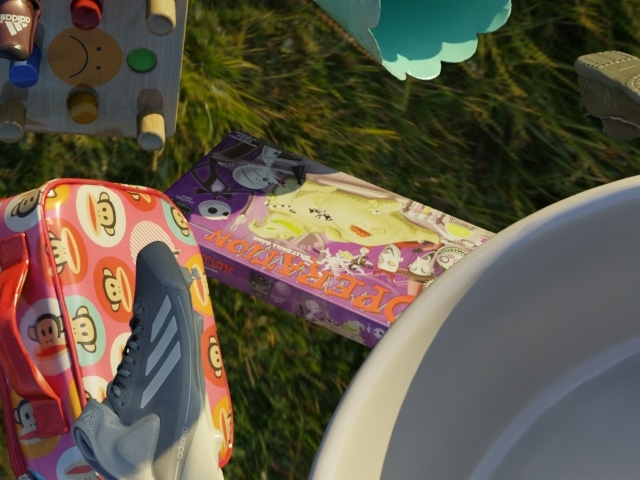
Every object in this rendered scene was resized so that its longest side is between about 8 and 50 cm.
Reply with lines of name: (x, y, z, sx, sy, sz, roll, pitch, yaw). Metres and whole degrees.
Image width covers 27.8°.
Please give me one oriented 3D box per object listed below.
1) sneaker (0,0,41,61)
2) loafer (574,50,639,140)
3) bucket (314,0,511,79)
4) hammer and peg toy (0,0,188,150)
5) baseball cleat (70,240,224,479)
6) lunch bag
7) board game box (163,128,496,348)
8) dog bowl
sneaker: (-0.245, -0.243, 1.122, 0.106, 0.281, 0.162, 12, 62, -37)
loafer: (0.395, -0.164, 1.580, 0.094, 0.251, 0.087, -12, 115, -12)
bucket: (0.101, -0.337, 1.425, 0.183, 0.281, 0.281, 42, 93, 29)
hammer and peg toy: (-0.302, -0.282, 1.621, 0.266, 0.127, 0.361, 2, 132, -10)
baseball cleat: (-0.131, 0.097, 0.941, 0.109, 0.072, 0.206, -7, 66, -21)
lunch bag: (-0.204, 0.091, 1.177, 0.120, 0.258, 0.293, -17, 79, 27)
board game box: (0.000, 0.000, 1.413, 0.347, 0.208, 0.056, 23, 136, 17)
dog bowl: (0.130, 0.110, 0.428, 0.265, 0.265, 0.104, -39, 137, 1)
